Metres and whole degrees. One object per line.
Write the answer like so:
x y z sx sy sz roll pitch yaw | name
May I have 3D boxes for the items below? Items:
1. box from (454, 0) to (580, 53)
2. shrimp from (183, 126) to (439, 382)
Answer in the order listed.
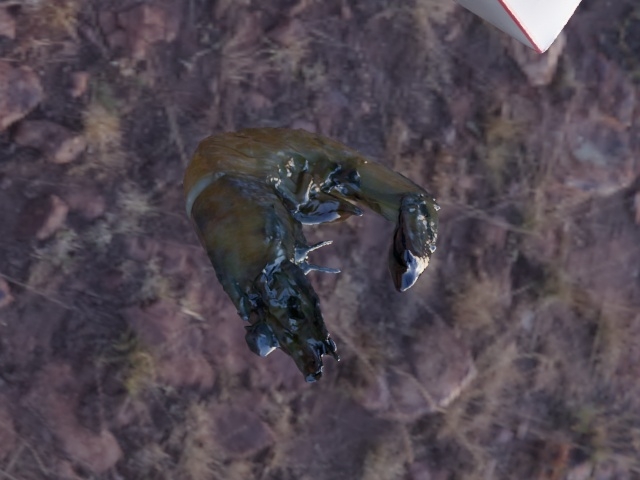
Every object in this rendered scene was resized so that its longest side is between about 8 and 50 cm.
0.159 -0.437 1.234 0.300 0.314 0.312 -54 149 5 | box
0.000 0.000 1.167 0.272 0.445 0.085 6 119 -10 | shrimp
